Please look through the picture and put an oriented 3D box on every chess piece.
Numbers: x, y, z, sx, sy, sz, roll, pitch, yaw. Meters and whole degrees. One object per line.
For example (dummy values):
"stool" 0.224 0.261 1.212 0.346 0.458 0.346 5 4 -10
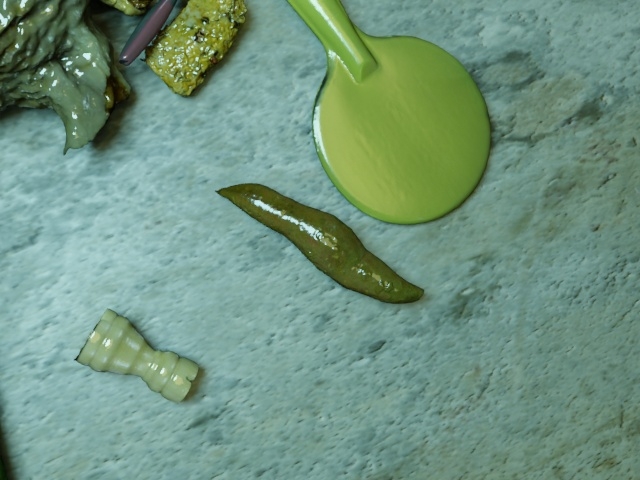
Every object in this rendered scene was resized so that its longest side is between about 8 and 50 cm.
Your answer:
"chess piece" -0.197 0.132 0.699 0.122 0.066 0.066 33 81 -14

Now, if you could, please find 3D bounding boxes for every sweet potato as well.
"sweet potato" 0.000 0.000 0.746 0.273 0.067 0.067 32 81 -2

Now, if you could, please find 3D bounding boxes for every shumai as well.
"shumai" -0.297 -0.183 0.669 0.205 0.166 0.175 -37 129 9

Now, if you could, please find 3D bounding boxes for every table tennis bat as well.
"table tennis bat" 0.062 -0.187 0.777 0.224 0.054 0.369 -39 99 -10

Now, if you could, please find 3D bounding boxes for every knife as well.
"knife" -0.164 -0.290 0.728 0.018 0.035 0.248 49 56 -43

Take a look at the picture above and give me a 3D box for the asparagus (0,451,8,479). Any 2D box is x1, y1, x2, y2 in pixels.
"asparagus" -0.376 0.164 0.650 0.081 0.085 0.344 -11 91 12

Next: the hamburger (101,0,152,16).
"hamburger" -0.229 -0.286 0.713 0.083 0.076 0.044 21 112 -14

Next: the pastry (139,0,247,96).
"pastry" -0.140 -0.236 0.736 0.080 0.056 0.140 42 86 1
